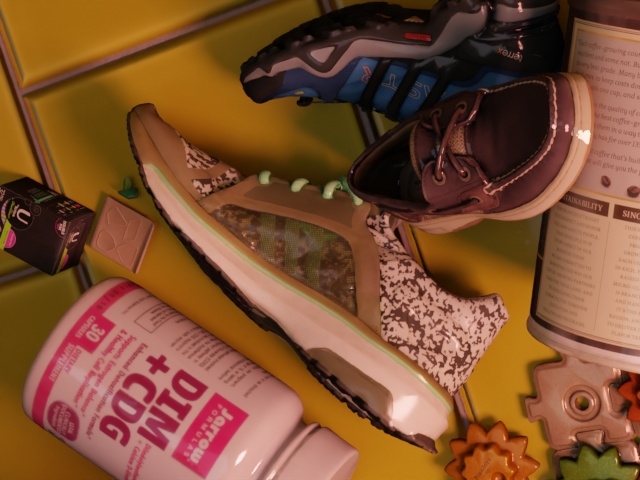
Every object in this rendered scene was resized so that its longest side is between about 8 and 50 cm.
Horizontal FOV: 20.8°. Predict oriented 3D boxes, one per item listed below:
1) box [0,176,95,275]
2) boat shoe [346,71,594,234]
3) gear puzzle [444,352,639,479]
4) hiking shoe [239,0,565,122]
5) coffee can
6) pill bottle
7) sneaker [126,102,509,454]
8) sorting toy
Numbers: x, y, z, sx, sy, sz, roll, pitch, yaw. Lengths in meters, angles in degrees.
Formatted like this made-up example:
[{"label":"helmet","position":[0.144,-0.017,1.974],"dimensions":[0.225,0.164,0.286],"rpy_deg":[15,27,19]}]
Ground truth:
[{"label":"box","position":[-0.271,-0.014,1.677],"dimensions":[0.083,0.052,0.062],"rpy_deg":[27,111,14]},{"label":"boat shoe","position":[0.111,-0.066,1.372],"dimensions":[0.285,0.092,0.103],"rpy_deg":[159,114,-64]},{"label":"gear puzzle","position":[0.260,0.172,1.502],"dimensions":[0.339,0.044,0.175],"rpy_deg":[-11,96,24]},{"label":"hiking shoe","position":[0.068,-0.135,1.484],"dimensions":[0.304,0.113,0.132],"rpy_deg":[-8,109,30]},{"label":"coffee can","position":[0.276,-0.051,1.360],"dimensions":[0.201,0.201,0.275],"rpy_deg":[11,103,20]},{"label":"pill bottle","position":[-0.117,0.170,1.593],"dimensions":[0.283,0.160,0.160],"rpy_deg":[32,111,13]},{"label":"sneaker","position":[0.000,0.000,1.552],"dimensions":[0.410,0.158,0.182],"rpy_deg":[43,82,11]},{"label":"sorting toy","position":[-0.184,-0.017,1.663],"dimensions":[0.062,0.012,0.083],"rpy_deg":[31,114,19]}]
